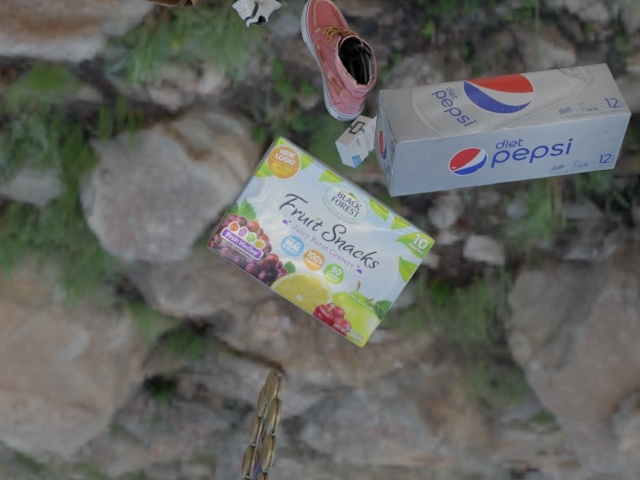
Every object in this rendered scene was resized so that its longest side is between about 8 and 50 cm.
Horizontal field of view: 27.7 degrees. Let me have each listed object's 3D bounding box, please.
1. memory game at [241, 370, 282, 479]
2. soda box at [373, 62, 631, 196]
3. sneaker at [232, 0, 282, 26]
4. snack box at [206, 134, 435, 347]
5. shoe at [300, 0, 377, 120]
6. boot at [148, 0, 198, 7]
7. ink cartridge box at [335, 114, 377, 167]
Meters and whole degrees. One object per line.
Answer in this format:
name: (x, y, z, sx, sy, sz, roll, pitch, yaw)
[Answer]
memory game: (-0.067, 0.229, 1.386, 0.012, 0.186, 0.186, 12, 153, -8)
soda box: (0.212, -0.132, 1.536, 0.286, 0.091, 0.098, -8, 141, -9)
sneaker: (-0.087, -0.329, 1.865, 0.040, 0.044, 0.109, -29, 179, 33)
snack box: (0.000, 0.000, 0.980, 0.141, 0.100, 0.037, 33, -177, -7)
shoe: (0.026, -0.243, 1.610, 0.063, 0.178, 0.081, -4, 156, -21)
boot: (-0.181, -0.402, 1.689, 0.283, 0.220, 0.109, 19, 168, 48)
ink cartridge box: (0.063, -0.159, 2.015, 0.028, 0.083, 0.048, 21, 147, 36)
